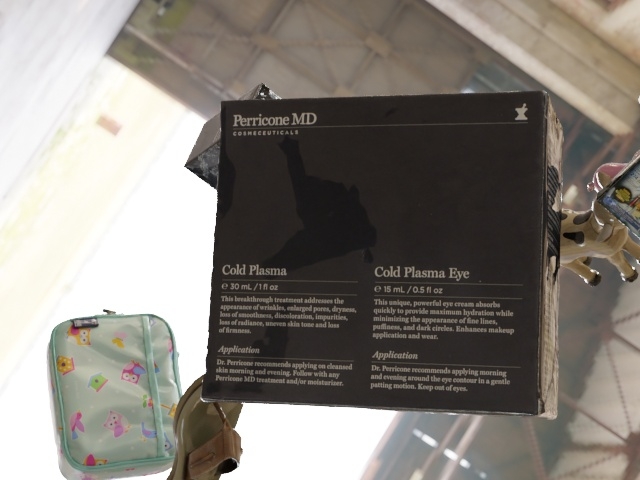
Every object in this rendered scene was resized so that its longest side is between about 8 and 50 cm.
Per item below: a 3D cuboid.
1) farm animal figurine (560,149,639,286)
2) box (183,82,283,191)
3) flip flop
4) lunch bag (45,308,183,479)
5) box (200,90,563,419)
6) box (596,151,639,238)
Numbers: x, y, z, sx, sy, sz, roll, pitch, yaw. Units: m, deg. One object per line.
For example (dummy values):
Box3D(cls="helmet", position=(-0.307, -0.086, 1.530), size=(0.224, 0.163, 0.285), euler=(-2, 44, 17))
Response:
Box3D(cls="farm animal figurine", position=(0.393, -0.067, 1.272), size=(0.330, 0.172, 0.327), euler=(-49, -144, 6))
Box3D(cls="box", position=(-0.085, -0.122, 1.728), size=(0.158, 0.156, 0.093), euler=(-27, -147, 48))
Box3D(cls="flip flop", position=(-0.146, 0.289, 1.568), size=(0.112, 0.080, 0.277), euler=(2, 111, -49))
Box3D(cls="lunch bag", position=(-0.332, 0.250, 1.962), size=(0.108, 0.224, 0.279), euler=(123, -40, -59))
Box3D(cls="box", position=(0.073, 0.021, 1.235), size=(0.179, 0.343, 0.313), euler=(28, 64, -72))
Box3D(cls="box", position=(0.340, -0.028, 1.109), size=(0.094, 0.137, 0.027), euler=(-49, -177, 26))
